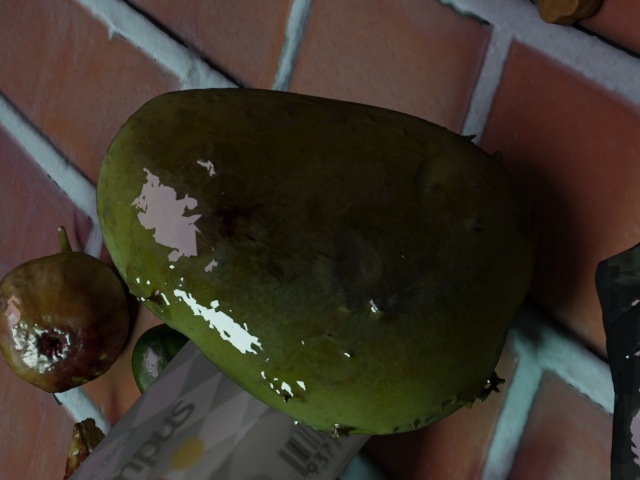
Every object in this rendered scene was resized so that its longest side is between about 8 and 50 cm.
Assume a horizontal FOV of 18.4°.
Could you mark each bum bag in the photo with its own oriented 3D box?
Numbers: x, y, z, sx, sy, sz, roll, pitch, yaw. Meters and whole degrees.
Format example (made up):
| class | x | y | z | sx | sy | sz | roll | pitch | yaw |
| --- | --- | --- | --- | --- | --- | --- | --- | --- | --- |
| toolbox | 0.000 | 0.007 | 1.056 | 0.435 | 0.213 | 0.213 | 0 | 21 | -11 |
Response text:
| class | x | y | z | sx | sy | sz | roll | pitch | yaw |
| --- | --- | --- | --- | --- | --- | --- | --- | --- | --- |
| bum bag | 0.250 | 0.155 | 1.368 | 0.144 | 0.095 | 0.341 | -2 | 88 | 52 |

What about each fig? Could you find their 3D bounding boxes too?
| class | x | y | z | sx | sy | sz | roll | pitch | yaw |
| --- | --- | --- | --- | --- | --- | --- | --- | --- | --- |
| fig | -0.120 | 0.164 | 1.990 | 0.117 | 0.117 | 0.177 | -40 | 68 | 50 |
| fig | -0.303 | 0.060 | 2.305 | 0.257 | 0.159 | 0.159 | -99 | 29 | -56 |

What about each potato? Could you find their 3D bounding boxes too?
| class | x | y | z | sx | sy | sz | roll | pitch | yaw |
| --- | --- | --- | --- | --- | --- | --- | --- | --- | --- |
| potato | -0.012 | 0.016 | 1.591 | 0.219 | 0.359 | 0.270 | 82 | -157 | -78 |

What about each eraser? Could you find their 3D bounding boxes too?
| class | x | y | z | sx | sy | sz | roll | pitch | yaw |
| --- | --- | --- | --- | --- | --- | --- | --- | --- | --- |
| eraser | -0.095 | 0.196 | 1.718 | 0.397 | 0.082 | 0.213 | -50 | 33 | -17 |

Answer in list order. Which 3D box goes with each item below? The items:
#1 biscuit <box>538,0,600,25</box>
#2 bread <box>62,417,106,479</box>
| class | x | y | z | sx | sy | sz | roll | pitch | yaw |
| --- | --- | --- | --- | --- | --- | --- | --- | --- | --- |
| biscuit | 0.217 | -0.288 | 1.569 | 0.144 | 0.040 | 0.236 | 55 | 133 | 41 |
| bread | -0.246 | 0.291 | 2.220 | 0.136 | 0.054 | 0.154 | 29 | 115 | 59 |
